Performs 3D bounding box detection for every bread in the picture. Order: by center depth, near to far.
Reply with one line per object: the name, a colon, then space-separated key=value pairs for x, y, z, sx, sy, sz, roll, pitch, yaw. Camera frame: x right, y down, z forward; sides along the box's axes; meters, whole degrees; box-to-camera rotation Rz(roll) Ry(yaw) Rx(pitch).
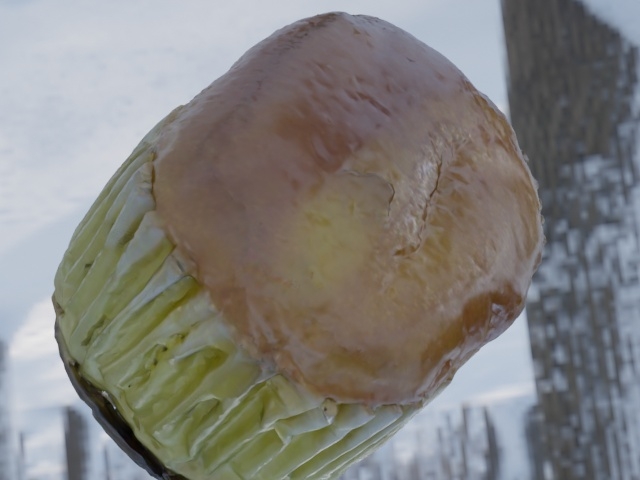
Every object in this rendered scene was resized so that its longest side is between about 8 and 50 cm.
bread: x=0.000 y=0.000 z=0.595 sx=0.114 sy=0.132 sz=0.190 roll=-46 pitch=-179 yaw=42
